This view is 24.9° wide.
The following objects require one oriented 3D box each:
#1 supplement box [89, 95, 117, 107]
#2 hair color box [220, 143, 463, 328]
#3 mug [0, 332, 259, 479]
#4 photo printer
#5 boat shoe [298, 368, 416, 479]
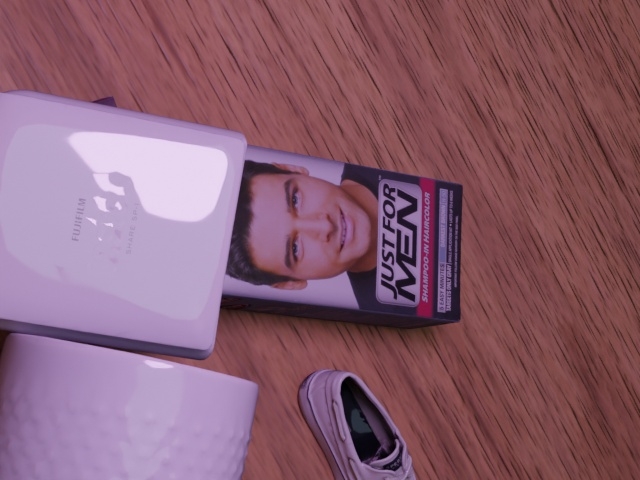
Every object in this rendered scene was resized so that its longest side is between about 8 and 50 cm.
[{"bbox_3d":[-0.258,-0.058,1.654,0.081,0.104,0.188,-24,96,-35],"label":"supplement box"},{"bbox_3d":[0.000,0.000,1.815,0.375,0.114,0.185,8,78,-32],"label":"hair color box"},{"bbox_3d":[-0.208,0.296,1.557,0.374,0.276,0.328,27,72,-61],"label":"mug"},{"bbox_3d":[-0.248,-0.020,1.536,0.308,0.107,0.256,11,86,-16],"label":"photo printer"},{"bbox_3d":[0.073,0.277,1.834,0.096,0.088,0.267,-33,101,-34],"label":"boat shoe"}]
